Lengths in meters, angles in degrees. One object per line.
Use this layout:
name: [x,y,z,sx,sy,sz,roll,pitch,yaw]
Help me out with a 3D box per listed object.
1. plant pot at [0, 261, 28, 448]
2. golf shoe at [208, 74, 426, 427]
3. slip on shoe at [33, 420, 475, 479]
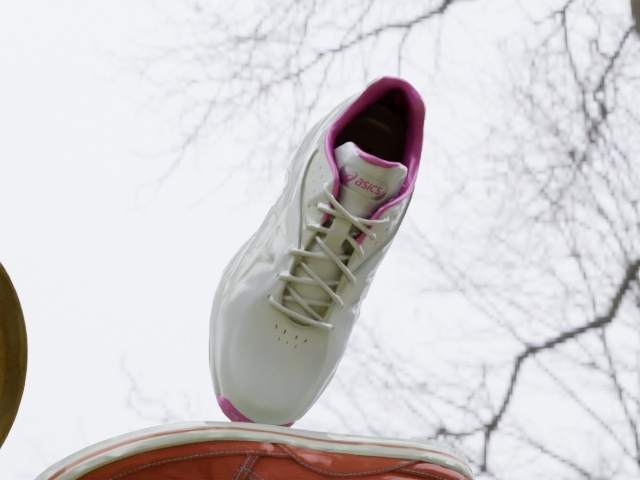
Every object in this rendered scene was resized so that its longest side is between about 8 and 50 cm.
plant pot: [-0.276,0.072,0.777,0.236,0.032,0.236,-12,-63,-26]
golf shoe: [0.000,0.000,1.115,0.115,0.306,0.140,24,-26,-6]
slip on shoe: [-0.047,0.200,1.028,0.331,0.101,0.123,3,-44,-9]
